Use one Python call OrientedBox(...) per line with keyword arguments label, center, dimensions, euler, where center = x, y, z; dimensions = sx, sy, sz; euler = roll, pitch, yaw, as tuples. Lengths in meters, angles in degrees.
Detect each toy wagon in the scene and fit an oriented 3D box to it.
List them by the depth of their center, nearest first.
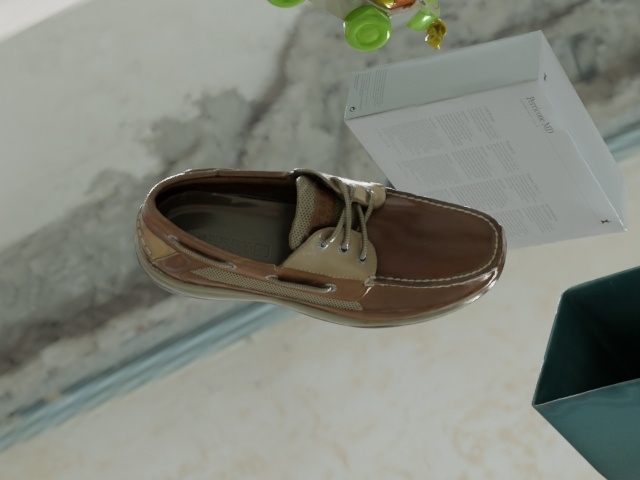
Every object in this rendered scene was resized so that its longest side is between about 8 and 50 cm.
OrientedBox(label="toy wagon", center=(0.030, -0.341, 1.866), dimensions=(0.068, 0.344, 0.267), euler=(-45, -145, 31))

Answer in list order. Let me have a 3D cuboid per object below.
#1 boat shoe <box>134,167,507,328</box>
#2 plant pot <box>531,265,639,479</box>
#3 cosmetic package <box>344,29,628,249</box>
OrientedBox(label="boat shoe", center=(0.000, 0.000, 1.322), dimensions=(0.324, 0.116, 0.123), euler=(1, -114, -1))
OrientedBox(label="plant pot", center=(0.352, 0.161, 1.526), dimensions=(0.165, 0.234, 0.166), euler=(-20, -148, 37))
OrientedBox(label="cosmetic package", center=(0.244, -0.124, 2.203), dimensions=(0.284, 0.377, 0.097), euler=(-7, -125, 27))
